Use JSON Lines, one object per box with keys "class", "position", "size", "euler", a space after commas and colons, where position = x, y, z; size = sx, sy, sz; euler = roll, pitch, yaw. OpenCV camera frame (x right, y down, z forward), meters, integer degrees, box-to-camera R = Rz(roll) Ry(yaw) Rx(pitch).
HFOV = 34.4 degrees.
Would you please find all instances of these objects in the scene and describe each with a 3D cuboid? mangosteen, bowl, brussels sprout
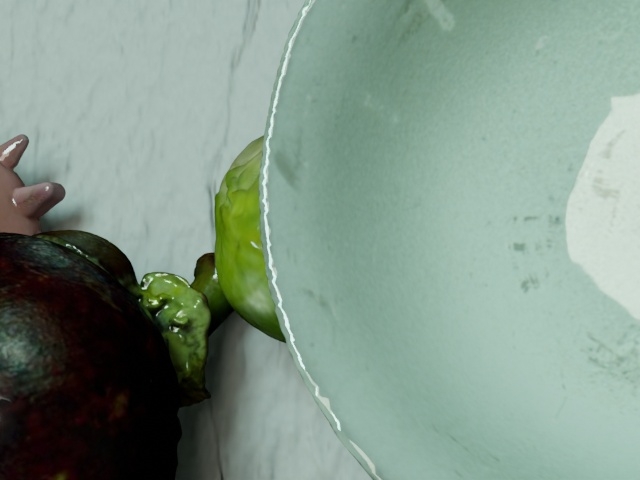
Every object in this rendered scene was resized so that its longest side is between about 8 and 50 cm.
{"class": "mangosteen", "position": [-0.154, 0.089, 0.647], "size": [0.289, 0.231, 0.231], "euler": [-27, 66, -22]}
{"class": "bowl", "position": [0.201, -0.022, 0.567], "size": [0.434, 0.196, 0.435], "euler": [-4, 76, 16]}
{"class": "brussels sprout", "position": [-0.001, 0.003, 0.670], "size": [0.155, 0.117, 0.155], "euler": [1, 51, -2]}

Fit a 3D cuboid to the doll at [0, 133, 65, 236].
{"class": "doll", "position": [-0.284, 0.014, 0.769], "size": [0.211, 0.093, 0.262], "euler": [-14, 85, 2]}
